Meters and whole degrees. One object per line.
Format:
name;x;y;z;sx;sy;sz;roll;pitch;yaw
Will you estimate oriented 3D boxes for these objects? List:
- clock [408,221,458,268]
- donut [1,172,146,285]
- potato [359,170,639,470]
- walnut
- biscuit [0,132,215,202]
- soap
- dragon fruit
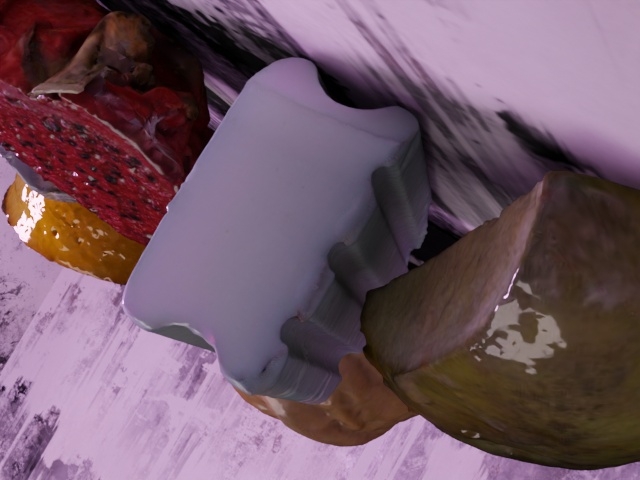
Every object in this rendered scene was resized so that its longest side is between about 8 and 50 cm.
clock;0.091;0.005;1.197;0.184;0.040;0.184;30;175;3
donut;-0.239;-0.069;1.394;0.277;0.108;0.277;12;-142;-10
potato;0.134;0.055;0.673;0.269;0.112;0.255;5;160;13
walnut;0.015;0.094;1.146;0.261;0.225;0.225;36;173;-38
biscuit;-0.175;-0.074;1.217;0.309;0.079;0.186;0;180;-5
soap;-0.009;0.010;0.866;0.115;0.208;0.347;31;176;12
dragon fruit;-0.155;-0.117;0.925;0.317;0.152;0.205;40;158;-29
